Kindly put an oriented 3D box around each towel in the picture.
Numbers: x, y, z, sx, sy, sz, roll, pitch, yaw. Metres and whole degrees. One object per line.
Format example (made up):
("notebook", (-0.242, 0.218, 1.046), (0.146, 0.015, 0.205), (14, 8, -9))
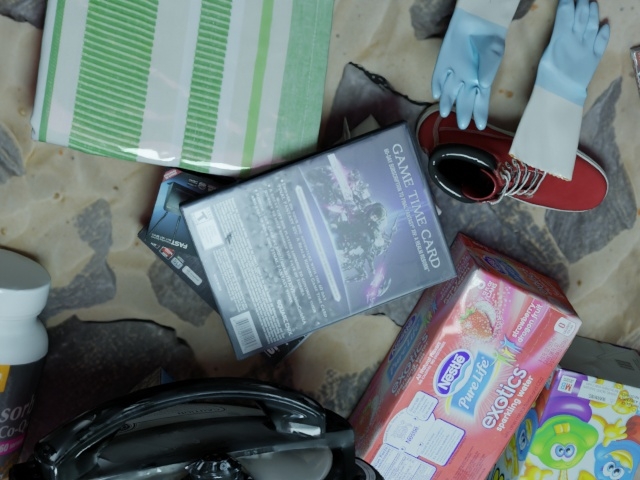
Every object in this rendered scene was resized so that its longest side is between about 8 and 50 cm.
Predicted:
("towel", (-0.154, -0.204, 1.755), (0.324, 0.038, 0.248), (8, 91, -9))

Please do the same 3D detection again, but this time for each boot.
("boot", (0.231, -0.068, 1.790), (0.244, 0.176, 0.088), (19, 112, -11))

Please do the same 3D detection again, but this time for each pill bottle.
("pill bottle", (-0.413, 0.157, 1.826), (0.162, 0.162, 0.279), (14, 108, -9))

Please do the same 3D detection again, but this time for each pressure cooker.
("pressure cooker", (-0.134, 0.349, 1.647), (0.375, 0.370, 0.421), (5, 108, 23))

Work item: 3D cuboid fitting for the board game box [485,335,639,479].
("board game box", (0.302, 0.270, 1.934), (0.142, 0.144, 0.275), (14, 107, -9))

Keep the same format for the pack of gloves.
("pack of gloves", (0.235, -0.210, 1.749), (0.195, 0.046, 0.232), (22, 72, -14))

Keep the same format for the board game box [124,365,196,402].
("board game box", (-0.186, 0.350, 1.922), (0.232, 0.141, 0.291), (-40, 108, 9))

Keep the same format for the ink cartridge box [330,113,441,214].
("ink cartridge box", (0.060, -0.072, 1.822), (0.090, 0.092, 0.143), (-38, 107, 9))

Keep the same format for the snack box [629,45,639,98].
("snack box", (0.421, -0.153, 1.860), (0.064, 0.022, 0.178), (-17, 109, 0))

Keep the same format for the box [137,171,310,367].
("box", (-0.071, 0.006, 1.830), (0.231, 0.056, 0.183), (45, 101, -3))

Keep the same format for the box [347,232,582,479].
("box", (0.167, 0.165, 1.886), (0.154, 0.142, 0.300), (25, 105, -13))

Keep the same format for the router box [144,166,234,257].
("router box", (-0.132, -0.027, 1.781), (0.122, 0.038, 0.092), (17, 101, 3))

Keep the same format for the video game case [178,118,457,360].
("video game case", (0.000, 0.000, 1.762), (0.274, 0.026, 0.196), (-21, 107, -5))
